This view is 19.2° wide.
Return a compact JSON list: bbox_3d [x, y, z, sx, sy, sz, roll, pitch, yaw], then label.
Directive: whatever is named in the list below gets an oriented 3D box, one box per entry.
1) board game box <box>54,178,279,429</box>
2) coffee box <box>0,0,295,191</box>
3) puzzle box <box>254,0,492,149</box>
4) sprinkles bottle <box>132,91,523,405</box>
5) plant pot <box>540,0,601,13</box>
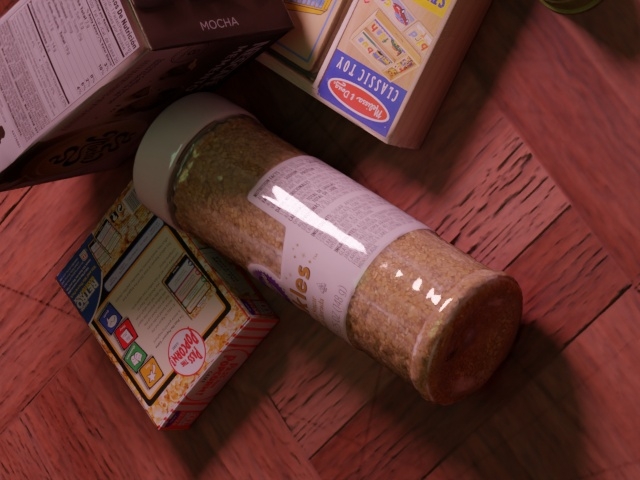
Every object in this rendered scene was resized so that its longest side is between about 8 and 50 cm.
[{"bbox_3d":[-0.143,0.053,1.717,0.147,0.045,0.193,-50,60,23],"label":"board game box"},{"bbox_3d":[-0.186,-0.160,1.644,0.297,0.168,0.118,-32,78,44],"label":"coffee box"},{"bbox_3d":[-0.014,-0.289,1.645,0.409,0.052,0.272,35,107,33],"label":"puzzle box"},{"bbox_3d":[0.000,0.000,1.568,0.355,0.121,0.121,33,106,34],"label":"sprinkles bottle"},{"bbox_3d":[0.180,-0.224,1.478,0.083,0.079,0.083,-3,85,36],"label":"plant pot"}]
